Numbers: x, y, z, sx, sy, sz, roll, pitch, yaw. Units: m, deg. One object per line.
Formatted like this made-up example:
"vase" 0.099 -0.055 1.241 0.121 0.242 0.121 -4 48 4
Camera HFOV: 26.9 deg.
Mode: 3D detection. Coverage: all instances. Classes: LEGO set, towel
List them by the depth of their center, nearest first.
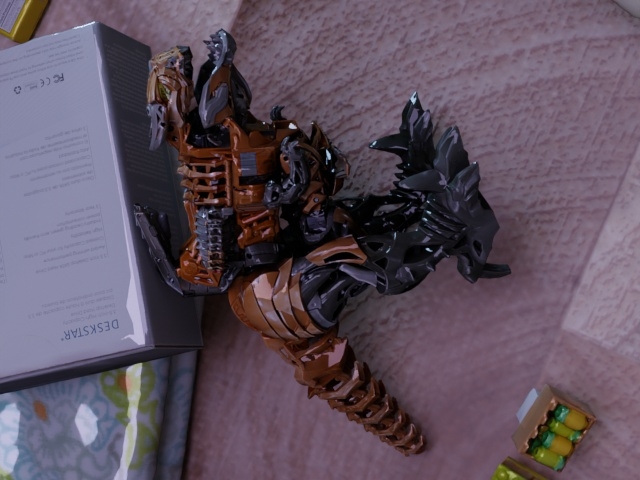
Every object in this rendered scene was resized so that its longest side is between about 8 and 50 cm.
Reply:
"LEGO set" 0.066 0.210 0.907 0.287 0.107 0.132 -27 84 20
"towel" -0.255 0.088 1.062 0.321 0.090 0.374 6 87 22

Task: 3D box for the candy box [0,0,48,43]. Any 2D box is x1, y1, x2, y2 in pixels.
"candy box" -0.245 -0.277 1.125 0.105 0.027 0.205 31 96 24

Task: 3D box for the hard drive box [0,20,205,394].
"hard drive box" -0.200 -0.017 0.962 0.181 0.089 0.232 -13 81 18

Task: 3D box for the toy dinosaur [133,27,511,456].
"toy dinosaur" 0.000 0.000 0.924 0.218 0.322 0.164 -26 40 -1

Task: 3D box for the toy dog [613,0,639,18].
"toy dog" 0.294 -0.251 0.785 0.396 0.284 0.407 -23 76 17
